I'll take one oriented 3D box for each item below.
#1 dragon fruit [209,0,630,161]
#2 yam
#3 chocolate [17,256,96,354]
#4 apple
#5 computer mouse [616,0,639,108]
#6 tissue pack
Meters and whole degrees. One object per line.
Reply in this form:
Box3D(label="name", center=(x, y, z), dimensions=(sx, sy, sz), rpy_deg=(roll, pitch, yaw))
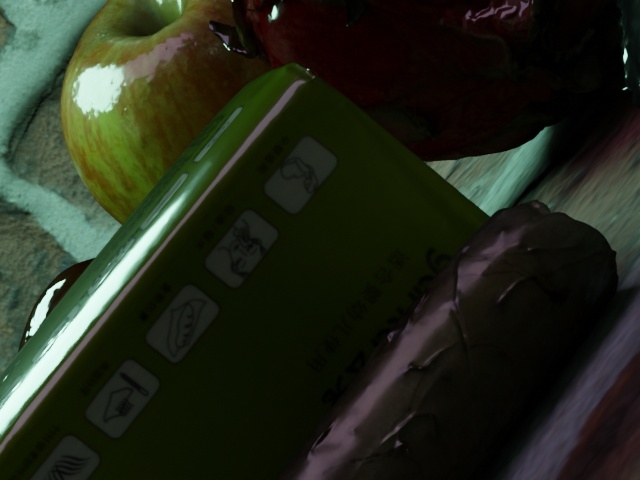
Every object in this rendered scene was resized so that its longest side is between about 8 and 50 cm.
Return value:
Box3D(label="dragon fruit", center=(0.069, -0.160, 1.099), dimensions=(0.244, 0.244, 0.299), rpy_deg=(-51, 26, -1))
Box3D(label="yam", center=(0.004, 0.117, 0.776), dimensions=(0.067, 0.071, 0.317), rpy_deg=(28, 76, 45))
Box3D(label="chocolate", center=(-0.097, 0.086, 1.119), dimensions=(0.177, 0.177, 0.177), rpy_deg=(-50, 7, 9))
Box3D(label="apple", center=(-0.084, -0.123, 1.830), dimensions=(0.301, 0.301, 0.301), rpy_deg=(-50, 7, 9))
Box3D(label="computer mouse", center=(0.199, -0.170, 0.832), dimensions=(0.183, 0.116, 0.323), rpy_deg=(-53, 5, 38))
Box3D(label="tissue pack", center=(-0.049, 0.075, 0.913), dimensions=(0.274, 0.167, 0.200), rpy_deg=(-50, 9, -5))
